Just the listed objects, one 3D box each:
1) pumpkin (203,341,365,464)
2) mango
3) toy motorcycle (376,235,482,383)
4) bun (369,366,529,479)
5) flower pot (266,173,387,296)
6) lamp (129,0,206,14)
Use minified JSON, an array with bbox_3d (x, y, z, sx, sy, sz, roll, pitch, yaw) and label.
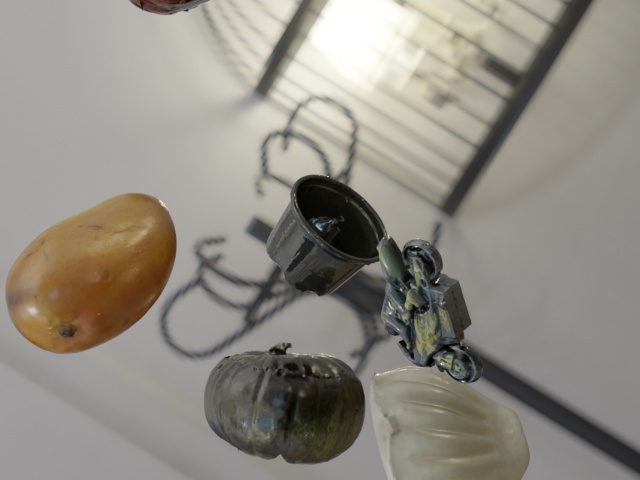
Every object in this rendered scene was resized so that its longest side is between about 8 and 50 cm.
[{"bbox_3d":[-0.049,0.223,2.304,0.238,0.238,0.159,-51,-33,-82],"label":"pumpkin"},{"bbox_3d":[-0.224,0.024,1.650,0.219,0.145,0.112,-50,-36,-38],"label":"mango"},{"bbox_3d":[0.116,0.082,1.908,0.124,0.193,0.061,-3,26,45],"label":"toy motorcycle"},{"bbox_3d":[0.173,0.271,2.047,0.175,0.263,0.263,-16,5,7],"label":"bun"},{"bbox_3d":[0.000,0.000,2.236,0.107,0.157,0.157,-48,5,33],"label":"flower pot"},{"bbox_3d":[-0.175,-0.365,2.078,0.182,0.140,0.182,-24,2,1],"label":"lamp"}]
